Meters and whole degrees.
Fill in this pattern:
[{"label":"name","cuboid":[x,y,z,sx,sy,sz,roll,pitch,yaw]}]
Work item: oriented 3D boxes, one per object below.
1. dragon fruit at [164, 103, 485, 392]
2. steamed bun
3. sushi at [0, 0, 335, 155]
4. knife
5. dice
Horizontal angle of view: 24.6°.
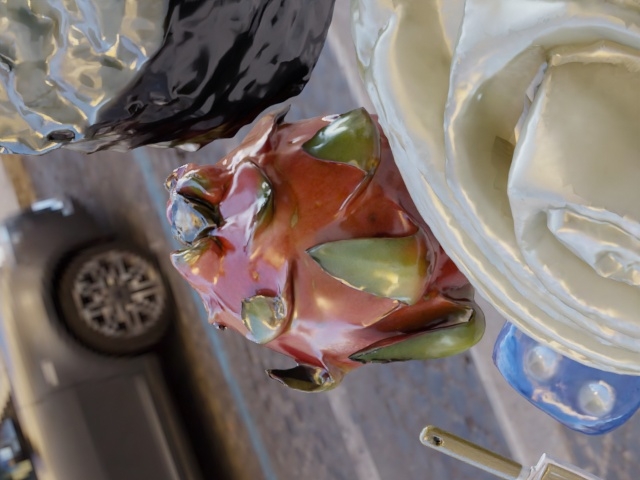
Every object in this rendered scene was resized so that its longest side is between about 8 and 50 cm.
[{"label":"dragon fruit","cuboid":[0.005,0.001,1.109,0.224,0.227,0.224,162,90,-89]},{"label":"steamed bun","cuboid":[0.181,-0.071,0.624,0.310,0.324,0.219,46,-147,-32]},{"label":"sushi","cuboid":[-0.147,-0.191,0.925,0.299,0.294,0.281,-9,90,22]},{"label":"knife","cuboid":[0.218,0.232,1.442,0.022,0.256,0.046,-88,23,-70]},{"label":"dice","cuboid":[0.255,0.086,1.399,0.146,0.143,0.146,35,111,4]}]
